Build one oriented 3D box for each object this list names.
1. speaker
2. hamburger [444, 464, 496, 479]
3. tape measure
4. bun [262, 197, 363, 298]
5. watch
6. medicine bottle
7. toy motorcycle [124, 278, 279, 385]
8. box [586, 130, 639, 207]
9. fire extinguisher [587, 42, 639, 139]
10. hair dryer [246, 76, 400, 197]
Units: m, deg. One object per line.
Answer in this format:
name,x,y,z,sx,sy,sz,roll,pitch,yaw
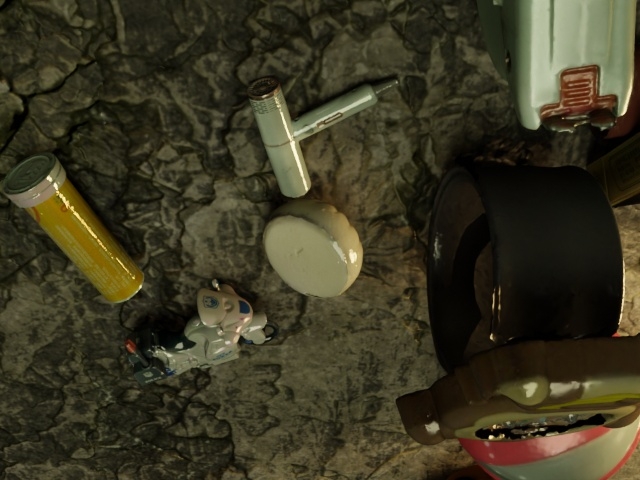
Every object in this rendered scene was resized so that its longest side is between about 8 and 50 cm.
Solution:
speaker,0.331,0.234,1.214,0.294,0.294,0.294,-3,132,-4
hamburger,0.287,0.500,1.453,0.237,0.237,0.147,-33,97,21
tape measure,0.203,-0.254,0.753,0.125,0.246,0.243,-8,121,-1
bun,0.000,0.000,1.058,0.138,0.094,0.138,22,134,25
watch,0.246,0.056,0.967,0.314,0.327,0.335,-2,158,-7
medicine bottle,-0.303,-0.009,1.025,0.074,0.074,0.218,-20,132,11
toy motorcycle,-0.178,0.134,1.151,0.221,0.102,0.150,-19,143,10
box,0.431,-0.095,0.951,0.159,0.071,0.240,-10,173,-1
fire extinguisher,0.481,-0.184,0.954,0.337,0.106,0.147,-7,160,0
hair dryer,0.020,-0.139,0.972,0.183,0.044,0.155,-15,134,2
